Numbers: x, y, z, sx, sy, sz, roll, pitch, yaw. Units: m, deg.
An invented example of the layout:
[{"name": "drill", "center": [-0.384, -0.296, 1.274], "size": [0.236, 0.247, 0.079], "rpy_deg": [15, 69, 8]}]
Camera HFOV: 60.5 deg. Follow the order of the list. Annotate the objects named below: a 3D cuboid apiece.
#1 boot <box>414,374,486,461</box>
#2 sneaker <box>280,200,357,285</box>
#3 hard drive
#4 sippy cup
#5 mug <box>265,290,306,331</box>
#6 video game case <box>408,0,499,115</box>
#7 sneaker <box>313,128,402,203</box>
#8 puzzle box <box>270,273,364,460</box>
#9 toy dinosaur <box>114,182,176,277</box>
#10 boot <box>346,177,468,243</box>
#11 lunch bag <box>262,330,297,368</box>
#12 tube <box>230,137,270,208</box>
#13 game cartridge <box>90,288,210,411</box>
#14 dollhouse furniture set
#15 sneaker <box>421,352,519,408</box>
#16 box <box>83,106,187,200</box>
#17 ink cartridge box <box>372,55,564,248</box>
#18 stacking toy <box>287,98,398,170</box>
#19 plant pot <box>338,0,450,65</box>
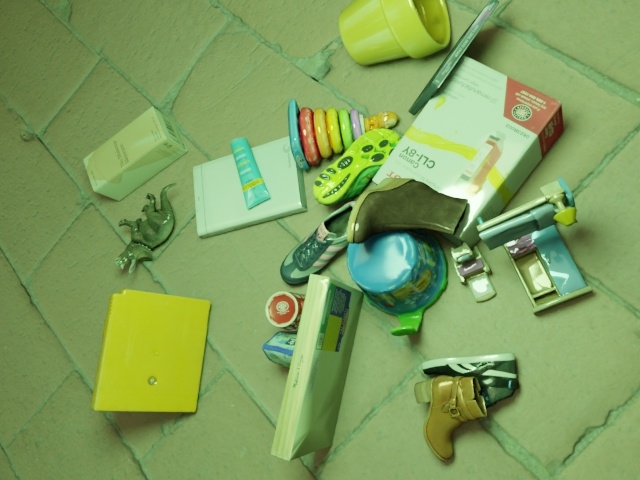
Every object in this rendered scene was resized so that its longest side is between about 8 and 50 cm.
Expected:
[{"name": "boot", "center": [0.306, 0.403, 1.241], "size": [0.152, 0.073, 0.197], "rpy_deg": [-19, 90, 36]}, {"name": "sneaker", "center": [0.000, 0.000, 1.472], "size": [0.319, 0.131, 0.112], "rpy_deg": [-40, 66, 10]}, {"name": "hard drive", "center": [-0.220, -0.159, 1.652], "size": [0.353, 0.047, 0.232], "rpy_deg": [-14, 72, 20]}, {"name": "sippy cup", "center": [0.174, 0.058, 1.333], "size": [0.240, 0.224, 0.305], "rpy_deg": [-48, 65, 7]}, {"name": "mug", "center": [-0.052, 0.175, 1.432], "size": [0.150, 0.169, 0.113], "rpy_deg": [-43, 65, 9]}, {"name": "video game case", "center": [0.330, -0.456, 1.385], "size": [0.026, 0.196, 0.274], "rpy_deg": [37, 81, -2]}, {"name": "sneaker", "center": [0.100, -0.199, 1.488], "size": [0.296, 0.123, 0.109], "rpy_deg": [-36, 81, -8]}, {"name": "puzzle box", "center": [0.004, 0.299, 1.324], "size": [0.052, 0.272, 0.408], "rpy_deg": [9, 81, 24]}, {"name": "toy dinosaur", "center": [-0.529, -0.044, 1.738], "size": [0.313, 0.121, 0.160], "rpy_deg": [-45, 77, 3]}, {"name": "boot", "center": [0.191, -0.053, 1.193], "size": [0.207, 0.090, 0.248], "rpy_deg": [20, 45, 23]}, {"name": "lunch bag", "center": [-0.062, 0.290, 1.420], "size": [0.129, 0.151, 0.096], "rpy_deg": [6, 81, 25]}, {"name": "tube", "center": [-0.211, -0.200, 1.609], "size": [0.080, 0.052, 0.207], "rpy_deg": [-26, 74, 23]}, {"name": "game cartridge", "center": [-0.463, 0.309, 1.529], "size": [0.053, 0.285, 0.323], "rpy_deg": [-10, 70, 54]}, {"name": "dollhouse furniture set", "center": [0.429, 0.046, 1.183], "size": [0.287, 0.303, 0.198], "rpy_deg": [-26, 68, 16]}, {"name": "sneaker", "center": [0.347, 0.330, 1.274], "size": [0.217, 0.079, 0.121], "rpy_deg": [-10, 73, 20]}, {"name": "box", "center": [-0.609, -0.280, 1.806], "size": [0.311, 0.121, 0.148], "rpy_deg": [-34, 68, 13]}, {"name": "ink cartridge box", "center": [0.358, -0.209, 1.351], "size": [0.279, 0.160, 0.384], "rpy_deg": [38, 94, 26]}, {"name": "stacking toy", "center": [0.067, -0.308, 1.525], "size": [0.302, 0.175, 0.165], "rpy_deg": [-8, 69, 7]}, {"name": "plant pot", "center": [0.188, -0.597, 1.484], "size": [0.239, 0.254, 0.253], "rpy_deg": [-13, 72, 35]}]
